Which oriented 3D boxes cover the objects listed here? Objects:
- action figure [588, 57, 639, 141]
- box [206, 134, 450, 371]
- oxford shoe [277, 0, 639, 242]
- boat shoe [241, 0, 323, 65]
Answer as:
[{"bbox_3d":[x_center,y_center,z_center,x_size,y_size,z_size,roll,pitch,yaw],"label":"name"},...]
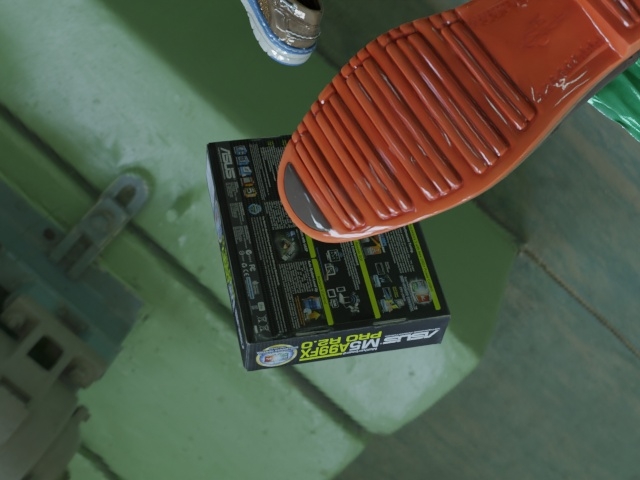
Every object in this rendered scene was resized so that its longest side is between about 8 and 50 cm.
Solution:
[{"bbox_3d":[0.386,-0.178,1.189,0.232,0.063,0.137,40,110,-13],"label":"action figure"},{"bbox_3d":[0.000,0.000,1.083,0.216,0.270,0.060,-7,146,-13],"label":"box"},{"bbox_3d":[0.098,-0.085,0.521,0.271,0.098,0.096,-33,81,20],"label":"oxford shoe"},{"bbox_3d":[-0.044,-0.240,0.853,0.183,0.066,0.066,60,138,18],"label":"boat shoe"}]
